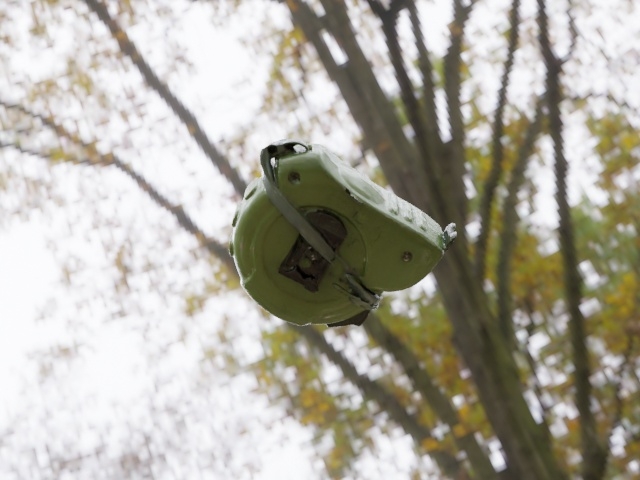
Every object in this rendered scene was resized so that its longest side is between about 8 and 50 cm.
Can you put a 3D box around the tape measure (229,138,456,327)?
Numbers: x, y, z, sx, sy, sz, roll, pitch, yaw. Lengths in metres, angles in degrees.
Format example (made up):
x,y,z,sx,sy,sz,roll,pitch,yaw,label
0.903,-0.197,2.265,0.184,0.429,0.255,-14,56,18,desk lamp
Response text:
x,y,z,sx,sy,sz,roll,pitch,yaw,label
0.000,0.000,1.421,0.177,0.087,0.154,35,-71,-8,tape measure
